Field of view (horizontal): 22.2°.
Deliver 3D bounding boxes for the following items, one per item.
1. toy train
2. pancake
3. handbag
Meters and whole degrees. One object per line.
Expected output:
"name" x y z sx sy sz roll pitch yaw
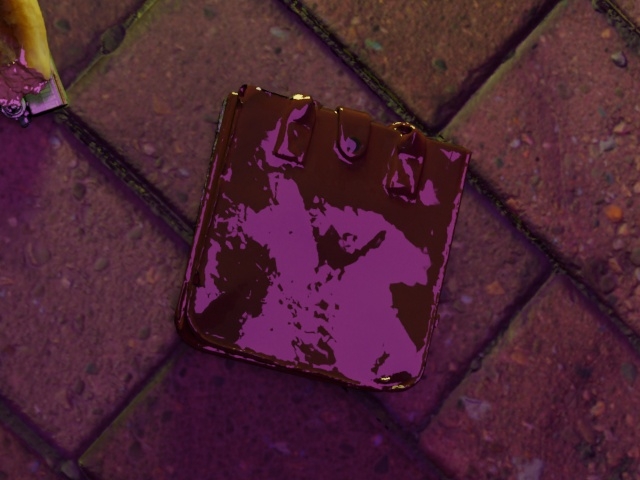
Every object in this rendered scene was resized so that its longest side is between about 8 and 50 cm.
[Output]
"toy train" -0.300 -0.184 1.588 0.071 0.038 0.148 -20 92 -16
"pancake" -0.397 -0.226 1.532 0.244 0.057 0.266 -20 78 -6
"handbag" 0.000 0.000 1.637 0.260 0.084 0.275 16 82 -11
